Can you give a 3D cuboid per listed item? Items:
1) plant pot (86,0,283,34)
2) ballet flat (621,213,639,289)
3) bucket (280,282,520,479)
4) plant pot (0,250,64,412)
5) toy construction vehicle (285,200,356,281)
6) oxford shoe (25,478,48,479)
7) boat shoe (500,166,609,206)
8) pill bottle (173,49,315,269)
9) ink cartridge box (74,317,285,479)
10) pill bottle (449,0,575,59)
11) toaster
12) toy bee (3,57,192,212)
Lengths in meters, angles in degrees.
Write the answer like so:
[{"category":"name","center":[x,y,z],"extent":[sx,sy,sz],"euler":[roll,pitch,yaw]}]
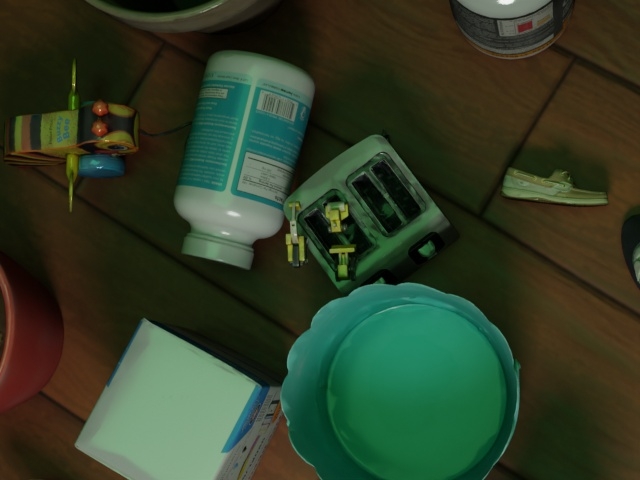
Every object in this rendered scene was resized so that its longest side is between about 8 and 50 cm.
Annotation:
[{"category":"plant pot","center":[-0.156,-0.391,1.520],"extent":[0.323,0.280,0.323],"euler":[-1,82,10]},{"category":"ballet flat","center":[0.422,0.059,1.455],"extent":[0.074,0.074,0.203],"euler":[-19,79,8]},{"category":"bucket","center":[0.105,0.188,1.443],"extent":[0.281,0.183,0.281],"euler":[-2,82,12]},{"category":"plant pot","center":[-0.465,0.120,1.532],"extent":[0.274,0.243,0.275],"euler":[-1,83,10]},{"category":"toy construction vehicle","center":[0.000,0.000,1.450],"extent":[0.085,0.035,0.098],"euler":[-1,83,12]},{"category":"oxford shoe","center":[-0.244,0.478,1.493],"extent":[0.449,0.169,0.130],"euler":[42,112,12]},{"category":"boat shoe","center":[0.295,-0.068,1.507],"extent":[0.135,0.050,0.045],"euler":[7,89,12]},{"category":"pill bottle","center":[-0.104,-0.100,1.540],"extent":[0.146,0.146,0.264],"euler":[13,85,12]},{"category":"ink cartridge box","center":[-0.155,0.212,1.465],"extent":[0.168,0.232,0.171],"euler":[27,88,11]},{"category":"pill bottle","center":[0.226,-0.328,1.438],"extent":[0.162,0.278,0.162],"euler":[-1,83,11]},{"category":"toaster","center":[0.060,-0.031,1.518],"extent":[0.168,0.110,0.186],"euler":[-36,77,4]},{"category":"toy bee","center":[-0.299,-0.154,1.580],"extent":[0.298,0.162,0.195],"euler":[-23,77,7]}]
